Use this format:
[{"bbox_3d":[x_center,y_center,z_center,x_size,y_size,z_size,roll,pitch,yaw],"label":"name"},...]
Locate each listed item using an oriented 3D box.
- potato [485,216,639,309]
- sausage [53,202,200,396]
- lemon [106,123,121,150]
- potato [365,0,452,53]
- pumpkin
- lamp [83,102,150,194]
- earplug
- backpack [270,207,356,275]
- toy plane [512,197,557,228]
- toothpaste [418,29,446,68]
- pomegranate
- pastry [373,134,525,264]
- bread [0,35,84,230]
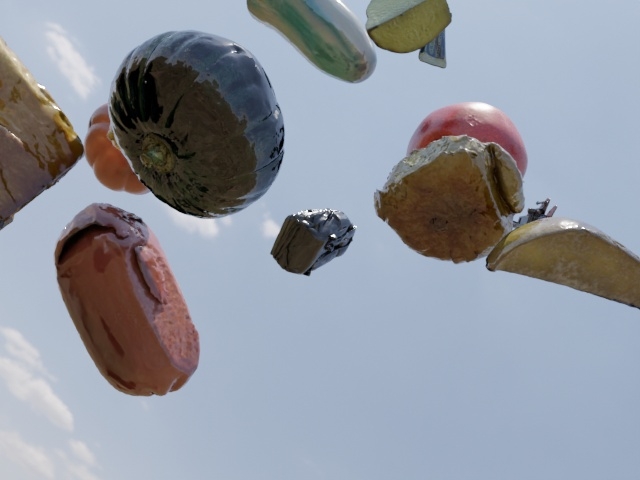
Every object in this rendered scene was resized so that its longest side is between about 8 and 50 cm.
[{"bbox_3d":[0.366,0.010,0.994,0.261,0.120,0.100,15,-58,-8],"label":"potato"},{"bbox_3d":[-0.268,0.084,0.973,0.152,0.152,0.280,-18,-83,54],"label":"sausage"},{"bbox_3d":[-0.233,-0.162,1.023,0.114,0.155,0.114,29,-51,44],"label":"lemon"},{"bbox_3d":[0.135,-0.385,1.218,0.120,0.149,0.081,60,-3,48],"label":"potato"},{"bbox_3d":[-0.129,-0.115,0.723,0.202,0.140,0.202,21,-46,24],"label":"pumpkin"},{"bbox_3d":[-0.353,-0.184,1.340,0.187,0.188,0.164,43,-27,-5],"label":"lamp"},{"bbox_3d":[0.002,-0.456,1.505,0.324,0.185,0.185,50,-26,26],"label":"earplug"},{"bbox_3d":[0.000,0.000,1.942,0.133,0.258,0.206,44,-57,21],"label":"backpack"},{"bbox_3d":[0.488,-0.040,1.668,0.061,0.130,0.189,22,-6,-24],"label":"toy plane"},{"bbox_3d":[0.210,-0.403,1.286,0.057,0.197,0.035,14,-22,-17],"label":"toothpaste"},{"bbox_3d":[0.276,-0.139,1.309,0.221,0.221,0.256,2,-18,45],"label":"pomegranate"},{"bbox_3d":[0.197,-0.062,1.089,0.229,0.100,0.218,7,-49,17],"label":"pastry"},{"bbox_3d":[-0.386,-0.150,0.623,0.148,0.195,0.344,-11,-60,43],"label":"bread"}]
